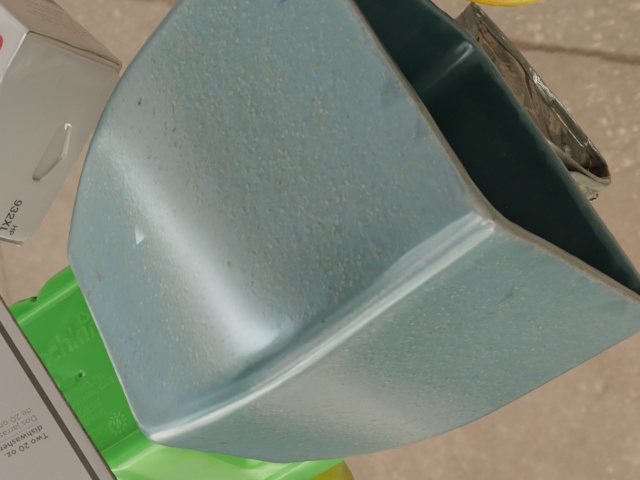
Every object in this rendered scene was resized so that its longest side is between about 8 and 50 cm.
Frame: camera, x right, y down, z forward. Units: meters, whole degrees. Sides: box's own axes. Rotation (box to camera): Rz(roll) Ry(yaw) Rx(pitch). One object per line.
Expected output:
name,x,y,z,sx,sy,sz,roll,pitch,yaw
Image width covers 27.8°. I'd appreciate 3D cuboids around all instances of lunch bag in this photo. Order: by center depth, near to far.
lunch bag,0.182,-0.094,1.556,0.235,0.169,0.287,-33,120,29

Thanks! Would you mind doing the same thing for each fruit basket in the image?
fruit basket,-0.106,0.155,1.127,0.283,0.392,0.392,65,145,22

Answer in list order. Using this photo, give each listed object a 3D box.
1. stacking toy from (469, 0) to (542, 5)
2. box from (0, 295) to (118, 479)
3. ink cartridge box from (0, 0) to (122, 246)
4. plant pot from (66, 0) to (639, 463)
stacking toy,0.123,-0.289,0.959,0.480,0.350,0.350,20,132,3
box,-0.194,0.077,0.488,0.290,0.169,0.087,54,150,12
ink cartridge box,-0.375,-0.174,1.352,0.307,0.129,0.223,41,106,37
plant pot,0.000,0.000,0.764,0.252,0.247,0.248,-40,59,19
